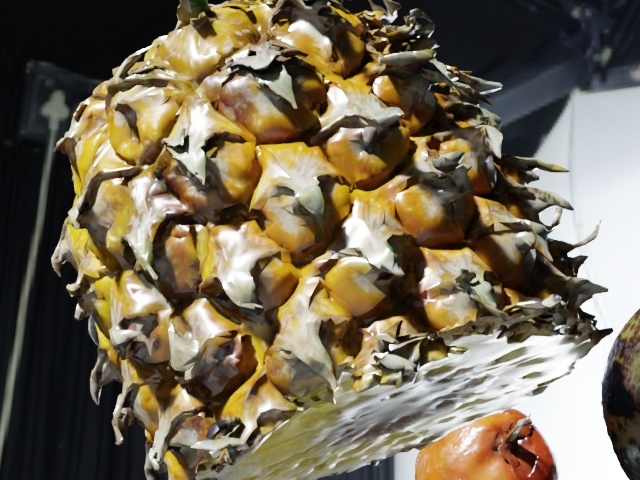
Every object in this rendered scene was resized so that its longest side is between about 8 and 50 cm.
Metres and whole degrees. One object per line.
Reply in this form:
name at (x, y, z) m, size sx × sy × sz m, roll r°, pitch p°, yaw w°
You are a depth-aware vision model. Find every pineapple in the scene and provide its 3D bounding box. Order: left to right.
pineapple at (-0.003, 0.000, 0.665) m, size 0.353 × 0.300 × 0.352 m, roll -22°, pitch -14°, yaw -6°

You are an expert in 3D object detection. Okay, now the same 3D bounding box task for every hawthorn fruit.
hawthorn fruit at (0.244, 0.327, 1.423) m, size 0.211 × 0.211 × 0.299 m, roll 3°, pitch -39°, yaw -5°

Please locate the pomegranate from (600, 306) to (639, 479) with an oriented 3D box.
pomegranate at (0.337, 0.153, 0.752) m, size 0.285 × 0.284 × 0.341 m, roll -18°, pitch 5°, yaw 39°
